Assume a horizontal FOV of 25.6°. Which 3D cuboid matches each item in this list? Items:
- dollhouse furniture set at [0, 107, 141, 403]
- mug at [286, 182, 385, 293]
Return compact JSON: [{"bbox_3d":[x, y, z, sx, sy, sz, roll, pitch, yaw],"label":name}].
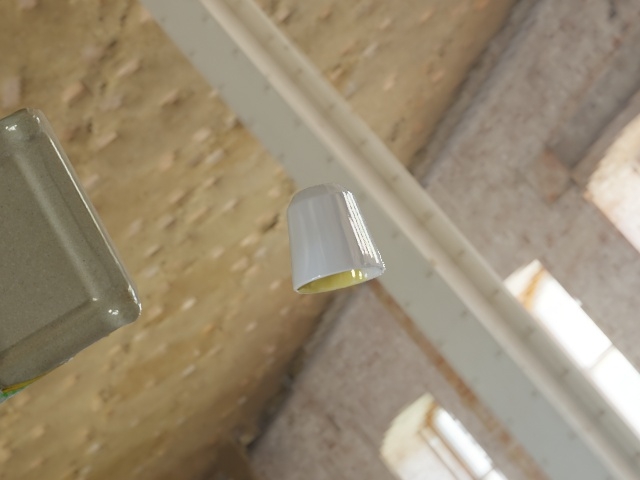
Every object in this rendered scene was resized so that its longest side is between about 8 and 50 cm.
[{"bbox_3d":[-0.265,-0.041,0.856,0.197,0.302,0.151,-31,19,-17],"label":"dollhouse furniture set"},{"bbox_3d":[0.000,-0.001,0.945,0.078,0.064,0.062,-22,-14,35],"label":"mug"}]
